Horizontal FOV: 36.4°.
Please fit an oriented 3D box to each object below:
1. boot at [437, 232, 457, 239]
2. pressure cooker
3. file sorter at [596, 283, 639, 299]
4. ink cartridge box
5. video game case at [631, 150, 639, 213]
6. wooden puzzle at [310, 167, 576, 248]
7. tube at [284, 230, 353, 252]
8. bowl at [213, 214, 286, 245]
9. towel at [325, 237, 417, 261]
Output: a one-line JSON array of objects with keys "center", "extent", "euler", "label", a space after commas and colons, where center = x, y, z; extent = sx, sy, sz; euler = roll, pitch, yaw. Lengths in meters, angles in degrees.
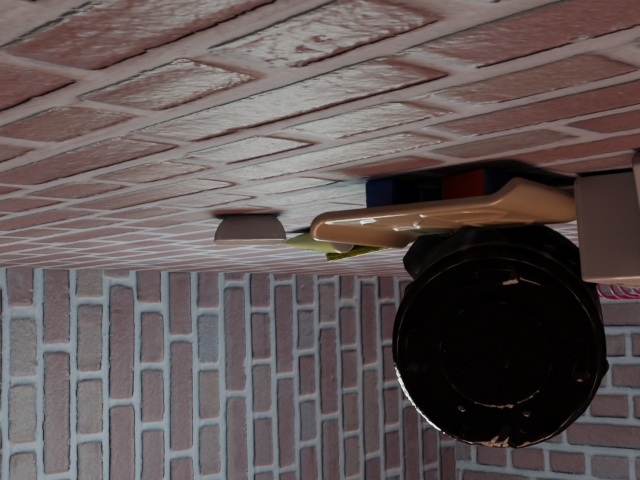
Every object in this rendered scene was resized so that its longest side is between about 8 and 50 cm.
[{"center": [0.267, 0.043, 2.028], "extent": [0.085, 0.178, 0.236], "euler": [-4, 175, 27], "label": "boot"}, {"center": [0.330, 0.148, 1.794], "extent": [0.376, 0.369, 0.420], "euler": [-10, -173, 15], "label": "pressure cooker"}, {"center": [0.675, 0.028, 1.991], "extent": [0.202, 0.182, 0.290], "euler": [-2, 175, 0], "label": "file sorter"}, {"center": [0.597, -0.014, 1.570], "extent": [0.286, 0.166, 0.395], "euler": [-5, 174, 26], "label": "ink cartridge box"}, {"center": [0.601, -0.002, 1.285], "extent": [0.329, 0.299, 0.036], "euler": [-4, -145, 24], "label": "video game case"}, {"center": [0.204, -0.056, 1.537], "extent": [0.348, 0.080, 0.322], "euler": [-10, 171, 33], "label": "wooden puzzle"}, {"center": [0.000, 0.000, 2.176], "extent": [0.070, 0.062, 0.240], "euler": [38, 164, -20], "label": "tube"}, {"center": [-0.139, -0.020, 1.915], "extent": [0.142, 0.053, 0.142], "euler": [-2, 175, -6], "label": "bowl"}, {"center": [0.125, -0.002, 2.118], "extent": [0.237, 0.021, 0.102], "euler": [-13, -162, 40], "label": "towel"}]
